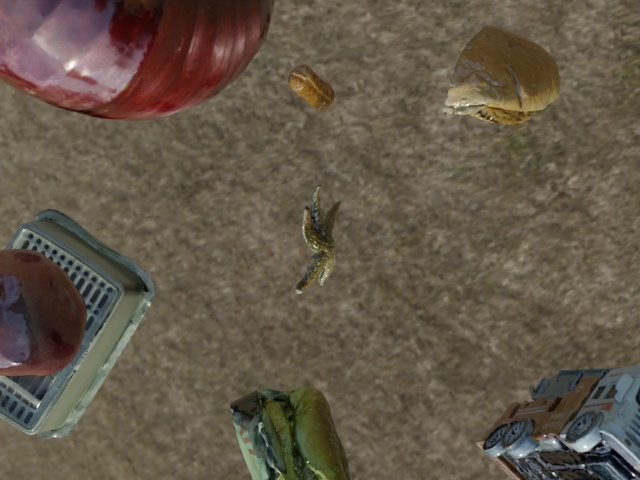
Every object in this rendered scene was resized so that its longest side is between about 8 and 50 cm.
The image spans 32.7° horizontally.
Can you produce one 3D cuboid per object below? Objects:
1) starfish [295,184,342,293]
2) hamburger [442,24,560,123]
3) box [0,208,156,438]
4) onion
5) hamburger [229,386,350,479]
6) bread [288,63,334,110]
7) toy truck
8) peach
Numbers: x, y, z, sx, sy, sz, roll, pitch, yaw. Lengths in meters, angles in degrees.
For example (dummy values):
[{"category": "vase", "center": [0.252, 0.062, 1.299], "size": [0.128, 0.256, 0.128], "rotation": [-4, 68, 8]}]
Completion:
[{"category": "starfish", "center": [0.002, 0.000, 1.889], "size": [0.050, 0.217, 0.223], "rotation": [8, 138, 10]}, {"category": "hamburger", "center": [0.270, -0.244, 1.637], "size": [0.155, 0.208, 0.135], "rotation": [18, 108, 21]}, {"category": "box", "center": [-0.389, 0.122, 1.567], "size": [0.220, 0.166, 0.290], "rotation": [34, 94, 8]}, {"category": "onion", "center": [-0.165, -0.191, 0.720], "size": [0.285, 0.273, 0.273], "rotation": [-26, 89, 35]}, {"category": "hamburger", "center": [-0.026, 0.275, 1.358], "size": [0.214, 0.125, 0.235], "rotation": [-118, 9, -46]}, {"category": "bread", "center": [-0.016, -0.284, 2.032], "size": [0.044, 0.157, 0.052], "rotation": [44, 96, 23]}, {"category": "toy truck", "center": [0.359, 0.235, 1.393], "size": [0.133, 0.184, 0.338], "rotation": [44, 155, -7]}, {"category": "peach", "center": [-0.336, 0.093, 1.205], "size": [0.152, 0.152, 0.152], "rotation": [19, 120, 37]}]
